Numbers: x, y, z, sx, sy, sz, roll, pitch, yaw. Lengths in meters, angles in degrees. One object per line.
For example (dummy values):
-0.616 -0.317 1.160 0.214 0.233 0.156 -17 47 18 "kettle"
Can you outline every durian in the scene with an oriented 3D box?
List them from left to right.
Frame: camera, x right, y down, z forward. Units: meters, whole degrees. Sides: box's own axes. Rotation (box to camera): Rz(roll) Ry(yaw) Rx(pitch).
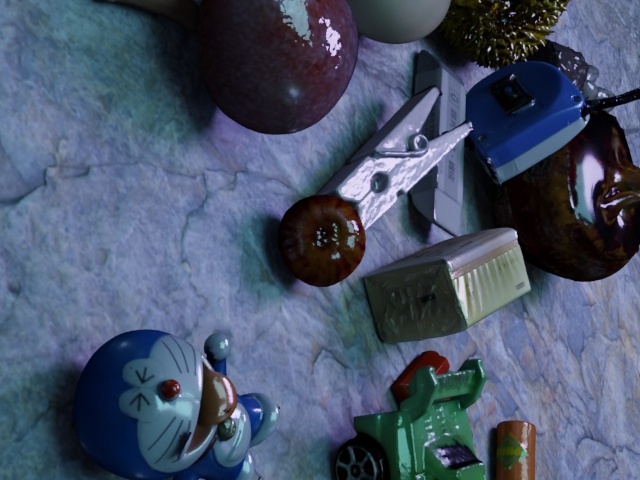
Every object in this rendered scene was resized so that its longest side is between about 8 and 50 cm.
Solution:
0.328 -0.440 2.043 0.293 0.258 0.258 -46 116 -30 "durian"

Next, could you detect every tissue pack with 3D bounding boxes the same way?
0.200 0.068 1.753 0.234 0.159 0.125 -20 94 -54 "tissue pack"

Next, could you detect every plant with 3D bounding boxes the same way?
0.495 -0.309 2.284 0.275 0.146 0.149 15 110 -51 "plant"

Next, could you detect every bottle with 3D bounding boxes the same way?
0.326 0.396 1.880 0.069 0.069 0.187 31 54 -43 "bottle"

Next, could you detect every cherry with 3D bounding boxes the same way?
-0.055 -0.259 1.485 0.236 0.213 0.285 -102 180 -48 "cherry"

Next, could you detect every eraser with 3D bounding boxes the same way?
0.201 -0.170 1.923 0.089 0.061 0.351 29 56 -44 "eraser"

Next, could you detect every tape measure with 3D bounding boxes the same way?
0.407 -0.250 1.965 0.098 0.351 0.215 60 2 -39 "tape measure"

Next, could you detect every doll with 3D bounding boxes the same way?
-0.153 0.203 1.248 0.257 0.161 0.215 29 71 -46 "doll"

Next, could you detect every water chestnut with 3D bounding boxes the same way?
0.487 -0.093 2.068 0.350 0.302 0.350 16 67 -45 "water chestnut"

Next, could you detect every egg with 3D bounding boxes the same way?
0.104 -0.411 1.774 0.242 0.186 0.186 33 53 -44 "egg"

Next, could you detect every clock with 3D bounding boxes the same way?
0.183 0.262 1.749 0.113 0.061 0.155 -41 112 -51 "clock"

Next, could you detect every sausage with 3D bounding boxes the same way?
-0.217 -0.307 1.440 0.186 0.043 0.043 8 72 -51 "sausage"

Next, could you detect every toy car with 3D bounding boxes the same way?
0.151 0.356 1.575 0.213 0.176 0.358 3 76 -51 "toy car"

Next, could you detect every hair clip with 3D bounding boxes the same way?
0.114 -0.124 1.741 0.331 0.085 0.101 -45 109 -41 "hair clip"

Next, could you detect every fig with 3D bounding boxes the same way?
0.000 -0.009 1.564 0.128 0.128 0.150 52 14 -28 "fig"
